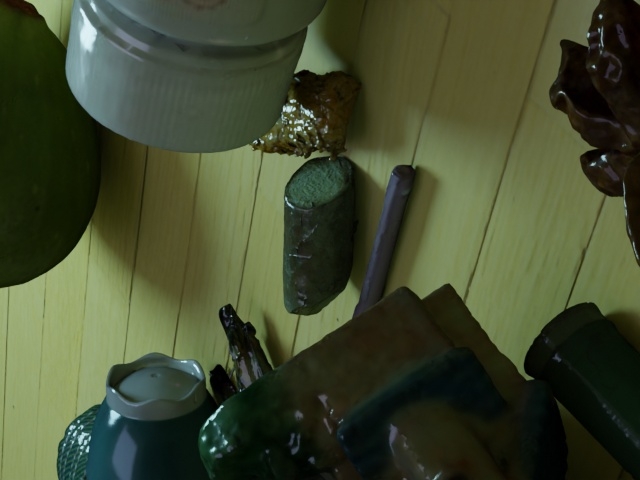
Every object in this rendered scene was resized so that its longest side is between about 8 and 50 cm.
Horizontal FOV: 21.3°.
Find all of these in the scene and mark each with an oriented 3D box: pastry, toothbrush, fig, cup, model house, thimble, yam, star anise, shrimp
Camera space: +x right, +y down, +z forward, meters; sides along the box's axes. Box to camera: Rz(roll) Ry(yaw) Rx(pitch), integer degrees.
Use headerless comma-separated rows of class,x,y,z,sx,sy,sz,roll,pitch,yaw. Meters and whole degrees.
pastry,-0.016,-0.112,1.507,0.140,0.056,0.080,11,98,55
toothbrush,0.045,0.068,1.542,0.029,0.024,0.354,44,142,29
fig,-0.378,-0.117,1.889,0.316,0.316,0.316,36,136,45
cup,-0.177,0.222,1.861,0.299,0.168,0.173,-109,16,-64
model house,0.093,0.233,1.280,0.280,0.245,0.312,55,174,31
thimble,-0.255,0.268,2.058,0.090,0.118,0.135,36,136,43
yam,0.000,0.000,1.535,0.070,0.070,0.146,35,134,46
star anise,0.224,-0.071,1.097,0.212,0.111,0.196,40,132,52
shrimp,-0.078,0.166,1.783,0.150,0.051,0.217,9,117,65

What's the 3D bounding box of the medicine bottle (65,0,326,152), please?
medicine bottle,-0.081,-0.267,1.341,0.211,0.211,0.371,50,140,31

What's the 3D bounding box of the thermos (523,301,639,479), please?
thermos,0.237,0.129,1.225,0.187,0.083,0.073,48,166,31
